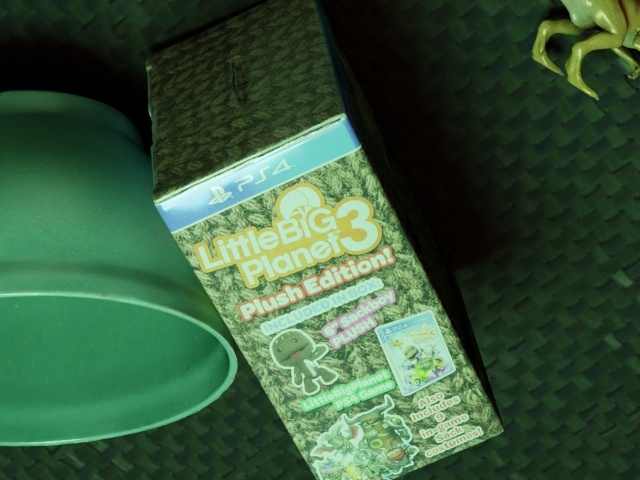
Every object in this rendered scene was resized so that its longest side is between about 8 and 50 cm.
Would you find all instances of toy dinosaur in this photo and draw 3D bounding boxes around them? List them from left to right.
[{"bbox_3d":[0.199,-0.174,1.321,0.211,0.064,0.112,27,102,-26],"label":"toy dinosaur"}]

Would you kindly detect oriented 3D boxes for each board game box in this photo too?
[{"bbox_3d":[0.000,0.000,1.318,0.141,0.232,0.291,-24,120,7],"label":"board game box"}]

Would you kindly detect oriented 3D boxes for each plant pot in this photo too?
[{"bbox_3d":[-0.214,0.012,1.325,0.293,0.196,0.293,-5,155,-2],"label":"plant pot"}]

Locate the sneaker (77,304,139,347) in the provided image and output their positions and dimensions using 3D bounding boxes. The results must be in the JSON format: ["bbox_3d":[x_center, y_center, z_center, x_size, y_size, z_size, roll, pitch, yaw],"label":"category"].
[{"bbox_3d":[-0.147,0.070,1.476,0.166,0.065,0.076,-22,132,22],"label":"sneaker"}]
